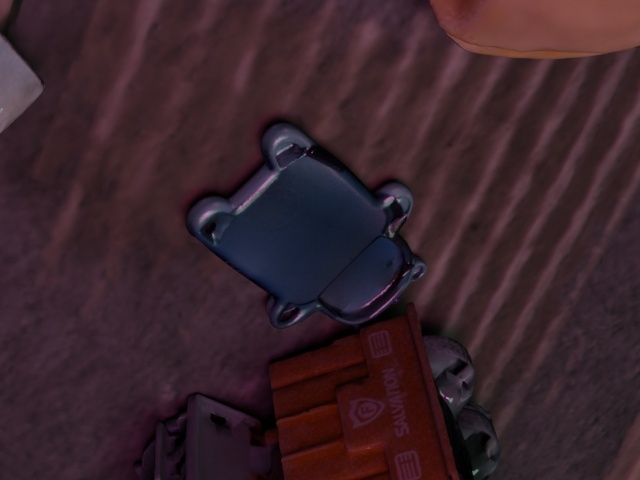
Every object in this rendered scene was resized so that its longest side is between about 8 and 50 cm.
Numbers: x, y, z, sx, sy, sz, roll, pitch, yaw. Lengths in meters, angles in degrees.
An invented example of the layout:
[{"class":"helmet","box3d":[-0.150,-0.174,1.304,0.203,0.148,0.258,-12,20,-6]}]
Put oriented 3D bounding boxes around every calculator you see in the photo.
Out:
[{"class":"calculator","box3d":[0.000,0.000,0.690,0.094,0.019,0.141,-45,134,7]}]

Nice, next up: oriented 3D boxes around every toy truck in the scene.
[{"class":"toy truck","box3d":[0.031,0.207,0.788,0.184,0.133,0.338,-16,130,4]}]

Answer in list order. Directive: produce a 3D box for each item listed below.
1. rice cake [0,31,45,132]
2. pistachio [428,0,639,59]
[{"class":"rice cake","box3d":[-0.165,-0.100,0.511,0.042,0.030,0.180,-48,133,-9]},{"class":"pistachio","box3d":[0.135,-0.158,0.569,0.229,0.157,0.157,-41,133,11]}]
